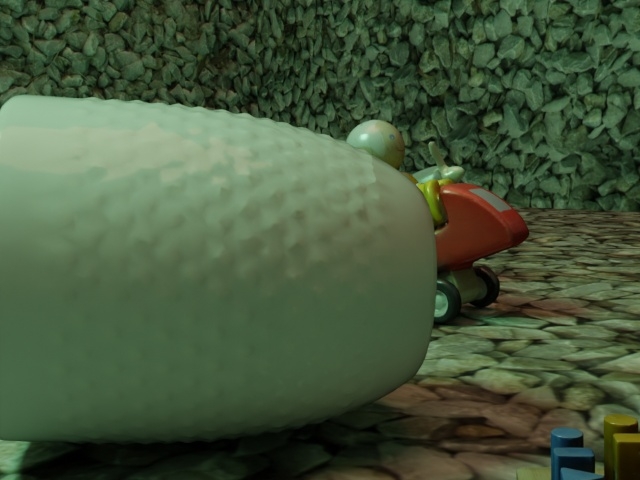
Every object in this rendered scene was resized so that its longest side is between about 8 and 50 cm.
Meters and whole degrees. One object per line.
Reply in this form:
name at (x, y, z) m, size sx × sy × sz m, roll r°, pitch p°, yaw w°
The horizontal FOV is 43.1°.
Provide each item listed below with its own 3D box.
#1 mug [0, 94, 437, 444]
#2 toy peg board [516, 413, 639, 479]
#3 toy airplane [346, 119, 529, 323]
mug at (-0.090, 0.047, 0.716) m, size 0.328 × 0.276 × 0.374 m, roll 2°, pitch -24°, yaw -8°
toy peg board at (0.201, 0.139, 0.464) m, size 0.160 × 0.079 × 0.161 m, roll -1°, pitch 6°, yaw 9°
toy airplane at (0.065, -0.038, 1.187) m, size 0.384 × 0.273 × 0.386 m, roll -4°, pitch 7°, yaw -7°
